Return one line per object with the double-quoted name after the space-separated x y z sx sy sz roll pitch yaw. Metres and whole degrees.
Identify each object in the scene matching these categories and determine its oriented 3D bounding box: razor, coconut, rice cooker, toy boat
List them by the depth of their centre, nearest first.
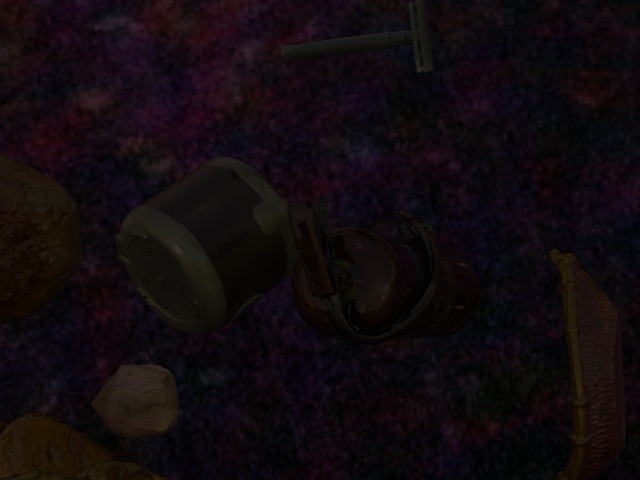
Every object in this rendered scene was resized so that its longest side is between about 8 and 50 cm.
0.328 0.170 1.373 0.099 0.318 0.141 0 -1 23 "toy boat"
-0.269 0.232 1.601 0.124 0.110 0.110 -2 33 -13 "coconut"
0.052 -0.299 1.671 0.231 0.106 0.068 -3 14 19 "razor"
-0.200 0.008 2.043 0.288 0.288 0.277 21 45 38 "rice cooker"

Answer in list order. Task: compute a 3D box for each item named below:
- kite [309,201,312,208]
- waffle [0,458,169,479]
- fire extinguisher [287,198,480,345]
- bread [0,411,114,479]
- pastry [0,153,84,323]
0.001 0.000 1.836 0.005 0.153 0.137 -17 33 1 "kite"
-0.285 0.332 1.098 0.302 0.325 0.068 10 33 -43 "waffle"
0.056 0.028 0.991 0.105 0.142 0.341 -22 -13 19 "fire extinguisher"
-0.353 0.321 1.394 0.120 0.236 0.198 -44 35 18 "bread"
-0.358 -0.005 1.202 0.192 0.182 0.093 36 18 -4 "pastry"
